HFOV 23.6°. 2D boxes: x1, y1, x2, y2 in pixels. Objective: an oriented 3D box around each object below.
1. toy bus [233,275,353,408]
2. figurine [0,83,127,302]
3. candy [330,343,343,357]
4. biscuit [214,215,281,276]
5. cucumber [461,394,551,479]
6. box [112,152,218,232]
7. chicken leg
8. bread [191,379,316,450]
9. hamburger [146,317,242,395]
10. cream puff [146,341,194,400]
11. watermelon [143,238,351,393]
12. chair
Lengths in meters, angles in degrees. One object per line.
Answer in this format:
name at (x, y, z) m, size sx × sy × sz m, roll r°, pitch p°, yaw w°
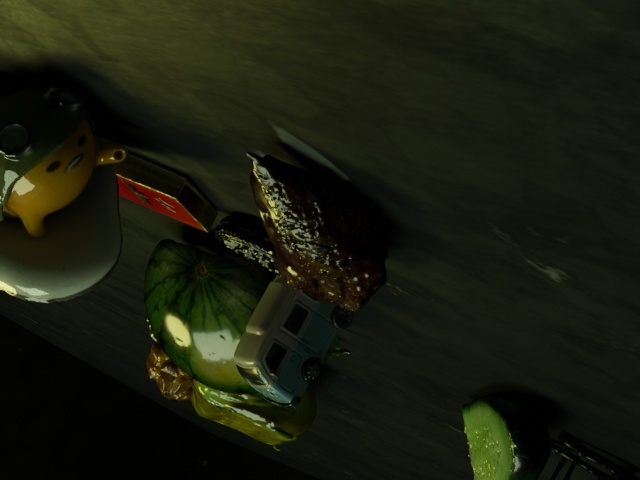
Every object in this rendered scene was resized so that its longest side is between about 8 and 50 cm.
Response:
toy bus at (-0.028, 0.084, 1.395) m, size 0.075 × 0.123 × 0.060 m, roll 37°, pitch 165°, yaw -28°
figurine at (-0.257, -0.079, 1.205) m, size 0.250 × 0.166 × 0.141 m, roll 35°, pitch 150°, yaw 25°
candy at (-0.064, 0.094, 1.736) m, size 0.102 × 0.032 × 0.178 m, roll 35°, pitch 166°, yaw -38°
biscuit at (-0.050, 0.006, 1.332) m, size 0.089 × 0.027 × 0.087 m, roll 14°, pitch 162°, yaw 44°
cucumber at (0.197, 0.212, 1.562) m, size 0.063 × 0.115 × 0.244 m, roll -11°, pitch 172°, yaw -4°
box at (-0.161, -0.053, 1.327) m, size 0.133 × 0.023 × 0.090 m, roll 23°, pitch 170°, yaw 19°
chicken leg at (0.000, 0.000, 1.119) m, size 0.105 × 0.063 × 0.234 m, roll 19°, pitch 165°, yaw 11°
bread at (-0.090, 0.208, 2.096) m, size 0.166 × 0.112 × 0.383 m, roll 23°, pitch 169°, yaw -1°
hamburger at (-0.114, 0.125, 1.833) m, size 0.176 × 0.087 × 0.102 m, roll 40°, pitch 168°, yaw -22°
cream puff at (-0.226, 0.213, 2.462) m, size 0.116 × 0.094 × 0.122 m, roll 31°, pitch 164°, yaw -32°
watermelon at (-0.089, 0.087, 1.528) m, size 0.204 × 0.127 × 0.232 m, roll 27°, pitch 171°, yaw 12°
chair at (0.324, 0.300, 1.625) m, size 0.229 × 0.113 × 0.106 m, roll 29°, pitch 170°, yaw 3°
